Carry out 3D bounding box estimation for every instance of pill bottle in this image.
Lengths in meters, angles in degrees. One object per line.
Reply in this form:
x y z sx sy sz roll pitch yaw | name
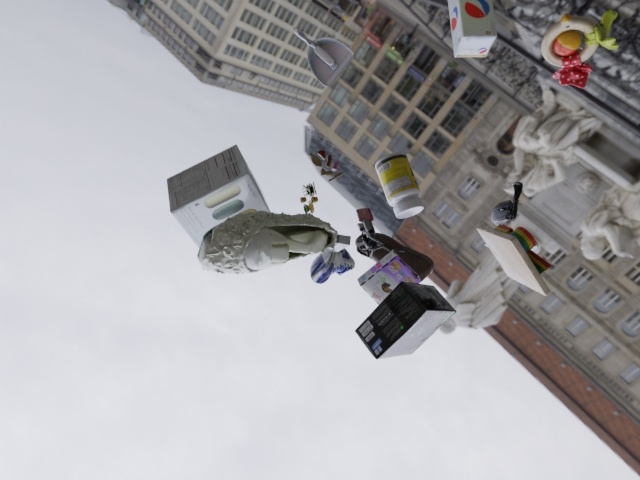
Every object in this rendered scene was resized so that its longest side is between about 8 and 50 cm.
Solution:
0.276 -0.189 1.556 0.119 0.119 0.209 3 -115 -51 | pill bottle

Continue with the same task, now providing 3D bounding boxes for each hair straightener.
0.128 -0.013 1.138 0.047 0.089 0.230 -7 -160 -5 | hair straightener

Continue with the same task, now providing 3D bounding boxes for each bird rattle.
0.813 -0.622 1.436 0.206 0.253 0.143 24 -111 -2 | bird rattle

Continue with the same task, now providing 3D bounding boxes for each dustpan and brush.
-0.009 -0.651 1.537 0.211 0.147 0.060 43 -164 4 | dustpan and brush

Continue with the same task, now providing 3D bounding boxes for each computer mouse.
0.814 -0.166 1.985 0.060 0.184 0.262 15 176 6 | computer mouse

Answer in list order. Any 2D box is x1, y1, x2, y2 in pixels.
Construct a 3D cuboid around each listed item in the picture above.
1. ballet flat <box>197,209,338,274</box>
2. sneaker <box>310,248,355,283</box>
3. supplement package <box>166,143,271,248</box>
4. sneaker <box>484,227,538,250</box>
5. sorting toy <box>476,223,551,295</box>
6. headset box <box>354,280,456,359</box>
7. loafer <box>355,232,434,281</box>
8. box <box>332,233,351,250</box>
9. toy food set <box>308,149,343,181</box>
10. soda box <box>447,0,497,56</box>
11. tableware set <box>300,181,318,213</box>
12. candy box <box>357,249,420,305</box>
-0.095 0.000 1.075 0.147 0.147 0.408 46 -148 21 | ballet flat
0.073 0.099 2.018 0.182 0.127 0.316 46 -150 -17 | sneaker
-0.331 -0.138 1.472 0.199 0.262 0.198 64 179 -43 | supplement package
0.810 -0.007 1.903 0.090 0.095 0.235 30 167 -35 | sneaker
0.738 0.047 1.671 0.257 0.089 0.255 53 -179 -14 | sorting toy
0.301 0.276 1.547 0.283 0.246 0.131 14 -148 -53 | headset box
0.311 0.079 1.966 0.365 0.134 0.130 21 -128 17 | loafer
0.000 0.000 1.651 0.186 0.145 0.038 11 -105 -15 | box
0.021 -0.253 1.498 0.122 0.077 0.019 58 172 14 | toy food set
0.323 -0.507 0.971 0.073 0.069 0.216 -1 -106 0 | soda box
-0.042 -0.142 1.549 0.024 0.104 0.154 -15 -177 -18 | tableware set
0.278 0.164 1.836 0.165 0.196 0.070 47 -171 -20 | candy box
